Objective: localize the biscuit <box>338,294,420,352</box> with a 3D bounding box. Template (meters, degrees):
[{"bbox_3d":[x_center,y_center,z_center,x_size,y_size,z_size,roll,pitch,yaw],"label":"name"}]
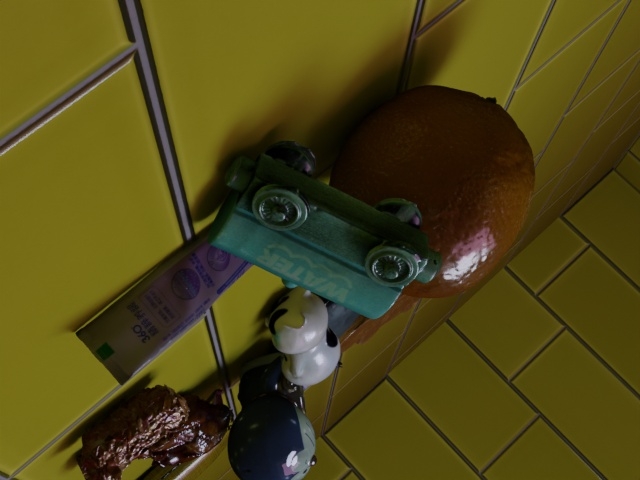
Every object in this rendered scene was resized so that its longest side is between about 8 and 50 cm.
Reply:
[{"bbox_3d":[0.138,0.157,2.197,0.340,0.047,0.216,-32,159,-33],"label":"biscuit"}]

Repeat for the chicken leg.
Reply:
[{"bbox_3d":[-0.256,0.306,1.466,0.304,0.093,0.113,-4,121,-57],"label":"chicken leg"}]

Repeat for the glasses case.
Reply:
[{"bbox_3d":[-0.264,0.430,1.813,0.234,0.064,0.079,-39,162,-21],"label":"glasses case"}]

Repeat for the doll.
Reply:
[{"bbox_3d":[-0.030,0.155,1.549,0.107,0.110,0.180,-9,137,12],"label":"doll"}]

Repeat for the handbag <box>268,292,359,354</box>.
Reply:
[{"bbox_3d":[-0.002,0.155,1.758,0.192,0.075,0.332,-30,163,-36],"label":"handbag"}]

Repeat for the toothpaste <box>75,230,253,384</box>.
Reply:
[{"bbox_3d":[-0.130,0.037,1.055,0.301,0.075,0.048,-40,-172,-28],"label":"toothpaste"}]

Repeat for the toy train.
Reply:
[{"bbox_3d":[0.000,0.000,1.009,0.159,0.248,0.101,-52,-161,41],"label":"toy train"}]

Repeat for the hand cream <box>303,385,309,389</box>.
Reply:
[{"bbox_3d":[-0.051,0.261,1.758,0.142,0.053,0.084,-36,142,20],"label":"hand cream"}]

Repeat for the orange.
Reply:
[{"bbox_3d":[0.138,-0.062,1.158,0.264,0.264,0.264,-41,166,-13],"label":"orange"}]

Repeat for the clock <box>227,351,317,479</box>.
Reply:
[{"bbox_3d":[-0.081,0.316,1.621,0.243,0.147,0.199,-93,-179,-61],"label":"clock"}]

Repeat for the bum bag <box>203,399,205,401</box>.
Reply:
[{"bbox_3d":[-0.240,0.346,1.719,0.109,0.026,0.159,-41,164,-20],"label":"bum bag"}]

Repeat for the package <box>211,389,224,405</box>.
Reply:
[{"bbox_3d":[-0.184,0.309,1.709,0.059,0.029,0.083,61,32,-75],"label":"package"}]

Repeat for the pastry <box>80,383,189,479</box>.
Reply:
[{"bbox_3d":[-0.259,0.254,1.295,0.169,0.087,0.063,-37,131,-28],"label":"pastry"}]
